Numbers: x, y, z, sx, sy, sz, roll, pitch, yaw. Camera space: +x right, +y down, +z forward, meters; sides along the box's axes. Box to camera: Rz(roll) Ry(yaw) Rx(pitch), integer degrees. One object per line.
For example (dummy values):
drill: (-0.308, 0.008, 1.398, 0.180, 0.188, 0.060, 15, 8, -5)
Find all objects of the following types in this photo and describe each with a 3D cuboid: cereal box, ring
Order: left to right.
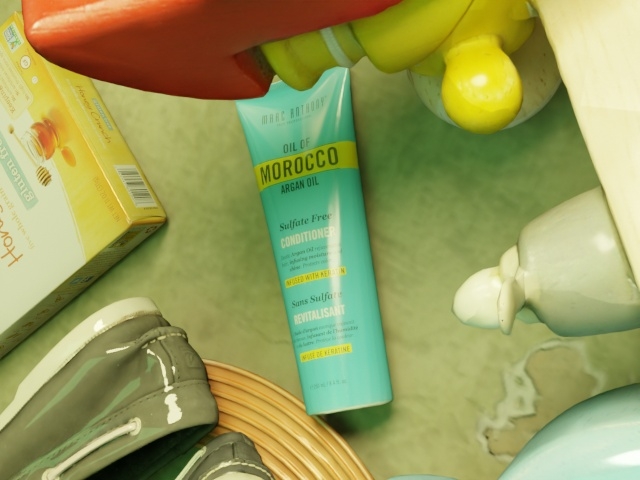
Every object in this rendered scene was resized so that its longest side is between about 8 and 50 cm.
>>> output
cereal box: (-0.236, -0.020, 0.846, 0.240, 0.047, 0.173, -37, 77, 26)
ring: (-0.078, 0.241, 0.794, 0.336, 0.032, 0.336, 2, 95, 28)

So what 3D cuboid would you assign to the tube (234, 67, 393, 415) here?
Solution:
tube: (0.000, 0.000, 0.724, 0.080, 0.052, 0.207, -13, 82, 19)

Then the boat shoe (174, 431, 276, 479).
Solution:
boat shoe: (-0.088, 0.206, 0.757, 0.206, 0.075, 0.065, -58, 25, 25)

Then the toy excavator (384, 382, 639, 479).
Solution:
toy excavator: (0.227, 0.140, 0.522, 0.433, 0.222, 0.445, 23, 100, 17)

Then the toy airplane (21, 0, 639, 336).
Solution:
toy airplane: (0.109, -0.149, 0.555, 0.384, 0.272, 0.386, 29, 69, 14)

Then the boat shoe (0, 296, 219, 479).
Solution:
boat shoe: (-0.192, 0.179, 0.770, 0.335, 0.112, 0.095, -48, 68, 20)
